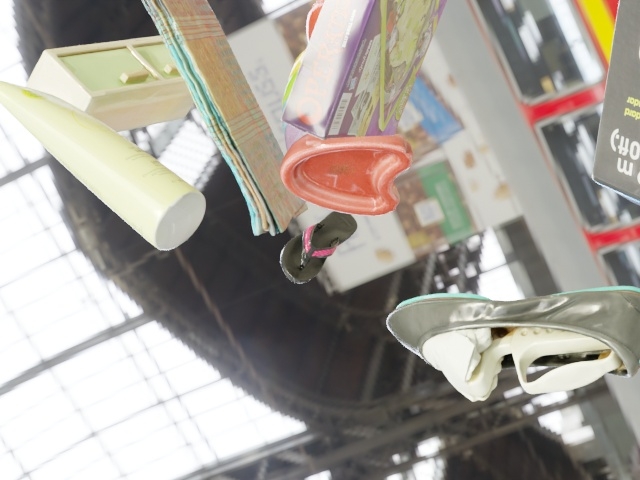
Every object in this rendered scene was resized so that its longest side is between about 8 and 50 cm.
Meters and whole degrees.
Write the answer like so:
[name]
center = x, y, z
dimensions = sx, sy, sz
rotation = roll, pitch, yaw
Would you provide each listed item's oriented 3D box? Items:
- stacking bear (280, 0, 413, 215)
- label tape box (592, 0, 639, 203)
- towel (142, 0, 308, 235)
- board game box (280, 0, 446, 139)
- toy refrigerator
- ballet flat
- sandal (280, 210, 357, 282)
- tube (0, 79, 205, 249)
[stacking bear]
center = 0.033, -0.203, 1.667
dimensions = 0.175, 0.164, 0.289
rotation = 104, 170, -61
[label tape box]
center = 0.324, -0.068, 0.905
dimensions = 0.249, 0.115, 0.348
rotation = 33, 123, 52
[towel]
center = -0.128, -0.186, 1.733
dimensions = 0.370, 0.040, 0.271
rotation = 63, -169, -4
[board game box]
center = 0.079, -0.253, 1.058
dimensions = 0.056, 0.347, 0.208
rotation = 26, -167, 20
[toy refrigerator]
center = -0.287, -0.225, 1.809
dimensions = 0.102, 0.094, 0.269
rotation = 45, -150, 15
[ballet flat]
center = 0.179, 0.098, 1.197
dimensions = 0.095, 0.280, 0.096
rotation = 50, -136, -39
[sandal]
center = 0.000, 0.000, 1.972
dimensions = 0.067, 0.040, 0.179
rotation = 44, -129, 3
[tube]
center = -0.204, -0.082, 1.117
dimensions = 0.240, 0.062, 0.070
rotation = 37, 151, 26
